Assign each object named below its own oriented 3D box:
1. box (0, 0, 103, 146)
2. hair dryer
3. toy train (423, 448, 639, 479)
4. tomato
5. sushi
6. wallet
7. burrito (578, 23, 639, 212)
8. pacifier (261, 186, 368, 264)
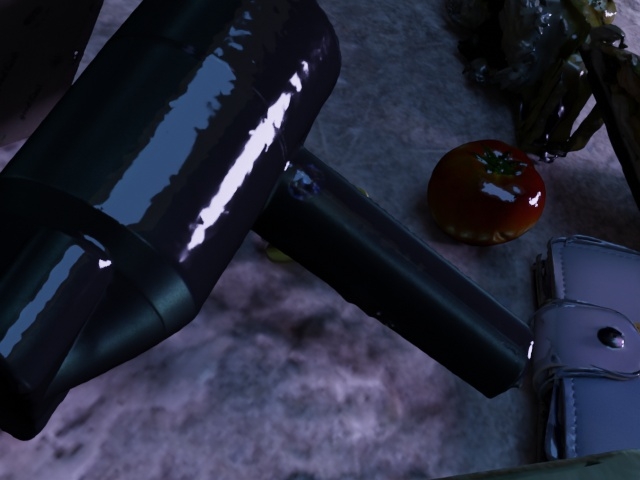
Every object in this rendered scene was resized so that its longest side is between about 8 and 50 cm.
[{"bbox_3d":[-0.284,-0.139,0.366,0.225,0.190,0.297,48,44,10],"label":"box"},{"bbox_3d":[-0.013,0.029,0.427,0.302,0.116,0.244,35,62,-14],"label":"hair dryer"},{"bbox_3d":[0.021,0.172,0.319,0.326,0.159,0.129,2,51,-30],"label":"toy train"},{"bbox_3d":[0.124,-0.032,0.627,0.087,0.075,0.087,7,48,-8],"label":"tomato"},{"bbox_3d":[0.205,-0.221,0.800,0.131,0.139,0.291,9,50,-17],"label":"sushi"},{"bbox_3d":[0.228,0.100,0.583,0.170,0.069,0.231,13,42,0],"label":"wallet"},{"bbox_3d":[0.364,-0.045,0.680,0.347,0.107,0.175,17,72,-13],"label":"burrito"},{"bbox_3d":[0.000,0.000,0.541,0.083,0.068,0.064,-51,122,-41],"label":"pacifier"}]
